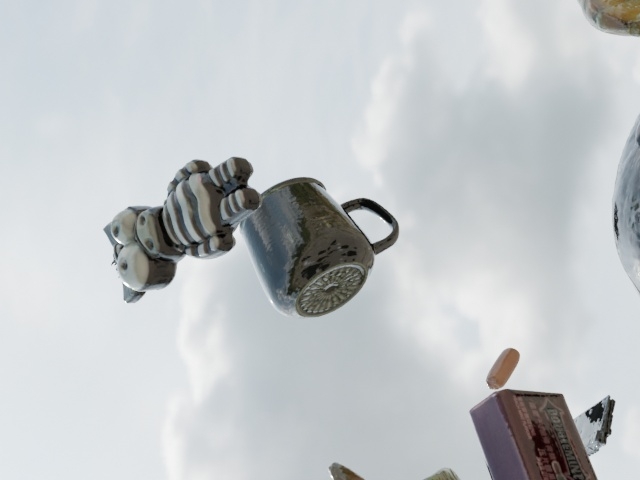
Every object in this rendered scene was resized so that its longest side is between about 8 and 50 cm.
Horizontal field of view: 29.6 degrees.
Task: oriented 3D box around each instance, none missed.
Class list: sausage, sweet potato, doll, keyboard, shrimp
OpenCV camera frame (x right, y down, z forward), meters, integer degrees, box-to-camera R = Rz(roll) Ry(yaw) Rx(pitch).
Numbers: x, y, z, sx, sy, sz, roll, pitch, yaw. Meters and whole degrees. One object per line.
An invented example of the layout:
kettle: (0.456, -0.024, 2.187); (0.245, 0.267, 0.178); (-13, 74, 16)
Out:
sausage: (0.293, 0.206, 1.942); (0.083, 0.034, 0.034); (-50, -53, -38)
sweet potato: (0.091, 0.475, 2.001); (0.255, 0.078, 0.058); (64, -167, 13)
doll: (-0.137, -0.010, 1.120); (0.067, 0.219, 0.091); (-4, -109, -46)
keyboard: (0.361, 0.275, 1.685); (0.231, 0.023, 0.072); (111, 178, -67)
shrimp: (0.377, -0.287, 1.353); (0.262, 0.198, 0.051); (-103, 6, -60)

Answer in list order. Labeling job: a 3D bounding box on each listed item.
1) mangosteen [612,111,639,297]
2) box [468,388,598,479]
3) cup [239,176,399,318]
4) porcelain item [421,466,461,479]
mangosteen: (0.354, -0.023, 0.811); (0.302, 0.275, 0.275); (28, -124, -7)
box: (0.247, 0.271, 1.295); (0.120, 0.069, 0.224); (11, -131, -36)
cup: (0.000, 0.000, 1.771); (0.223, 0.176, 0.169); (-24, -34, -16)
porcelain item: (0.151, 0.391, 1.420); (0.253, 0.253, 0.253); (8, -99, -56)
